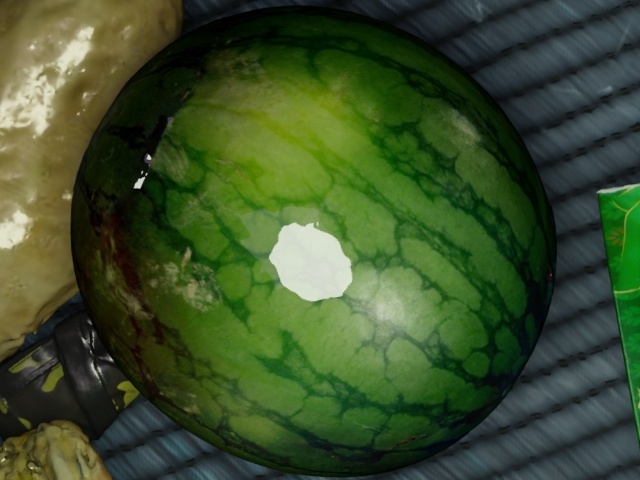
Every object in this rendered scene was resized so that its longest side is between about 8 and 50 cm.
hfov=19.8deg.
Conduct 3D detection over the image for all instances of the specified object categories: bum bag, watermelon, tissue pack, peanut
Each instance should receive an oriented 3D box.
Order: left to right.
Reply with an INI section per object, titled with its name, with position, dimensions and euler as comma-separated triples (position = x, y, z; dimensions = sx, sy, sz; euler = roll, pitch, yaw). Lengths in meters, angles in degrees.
[peanut]
position = -0.232, -0.068, 1.455
dimensions = 0.192, 0.169, 0.387
euler = 26, 92, 24
[bum bag]
position = -0.173, 0.091, 1.500
dimensions = 0.232, 0.060, 0.106
euler = -37, 93, 8
[watermelon]
position = 0.000, 0.000, 1.341
dimensions = 0.363, 0.363, 0.363
euler = 0, 89, 9
[tissue pack]
position = 0.289, 0.055, 1.396
dimensions = 0.156, 0.148, 0.209
euler = -10, 88, 48

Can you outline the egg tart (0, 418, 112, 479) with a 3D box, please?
[egg tart]
position = -0.203, 0.275, 1.430
dimensions = 0.118, 0.288, 0.288
euler = 7, 90, -27
